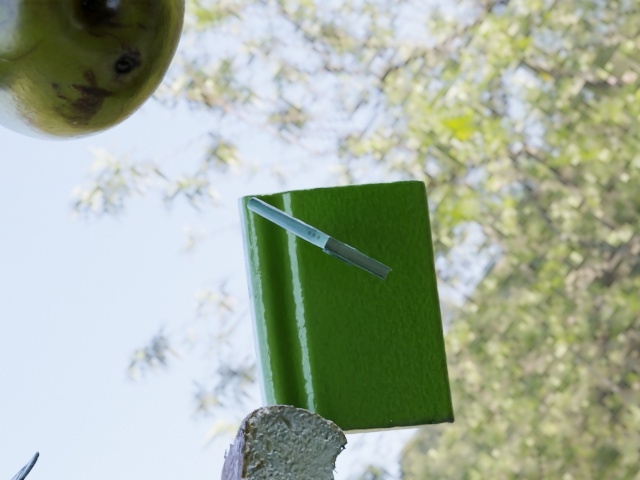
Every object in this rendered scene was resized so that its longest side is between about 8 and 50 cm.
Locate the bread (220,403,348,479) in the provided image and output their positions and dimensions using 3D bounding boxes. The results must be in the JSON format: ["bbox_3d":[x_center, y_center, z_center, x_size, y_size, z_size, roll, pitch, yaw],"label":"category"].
[{"bbox_3d":[-0.028,0.168,1.169,0.070,0.083,0.076,127,154,-58],"label":"bread"}]

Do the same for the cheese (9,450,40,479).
[{"bbox_3d":[-0.281,0.233,1.405,0.067,0.026,0.120,-43,9,25],"label":"cheese"}]

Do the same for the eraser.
[{"bbox_3d":[0.026,0.078,1.746,0.210,0.274,0.092,-5,-1,-9],"label":"eraser"}]

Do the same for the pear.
[{"bbox_3d":[-0.261,-0.239,1.636,0.283,0.283,0.283,-44,-22,-23],"label":"pear"}]

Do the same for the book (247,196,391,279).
[{"bbox_3d":[0.000,0.000,1.609,0.103,0.135,0.017,28,-90,-41],"label":"book"}]
